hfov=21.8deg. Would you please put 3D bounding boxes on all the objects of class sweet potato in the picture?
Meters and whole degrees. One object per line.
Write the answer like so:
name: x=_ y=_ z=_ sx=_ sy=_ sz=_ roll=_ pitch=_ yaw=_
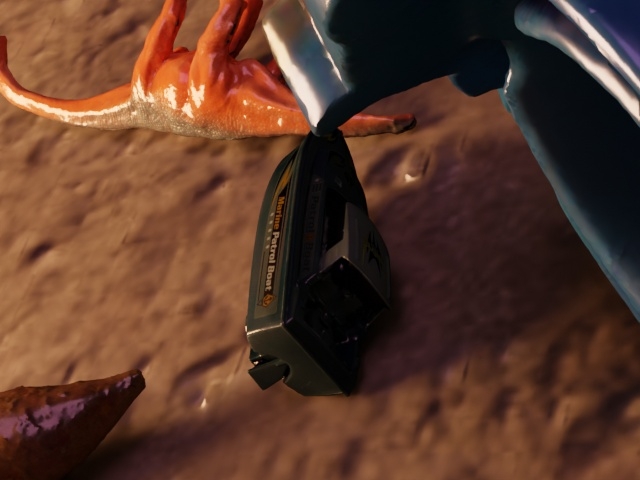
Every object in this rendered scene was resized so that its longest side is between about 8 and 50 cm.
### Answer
sweet potato: x=-0.173 y=0.108 z=0.734 sx=0.218 sy=0.051 sz=0.065 roll=-22 pitch=39 yaw=12

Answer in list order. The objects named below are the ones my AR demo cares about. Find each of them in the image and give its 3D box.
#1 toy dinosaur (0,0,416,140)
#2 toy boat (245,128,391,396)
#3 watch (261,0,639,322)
toy dinosaur: x=-0.072 y=-0.092 z=0.867 sx=0.279 sy=0.055 sz=0.101 roll=20 pitch=85 yaw=40
toy boat: x=0.000 y=0.000 z=0.732 sx=0.060 sy=0.055 sz=0.141 roll=-20 pitch=41 yaw=25
watch: x=0.147 y=-0.034 z=0.565 sx=0.241 sy=0.305 sz=0.274 roll=-35 pitch=70 yaw=1
